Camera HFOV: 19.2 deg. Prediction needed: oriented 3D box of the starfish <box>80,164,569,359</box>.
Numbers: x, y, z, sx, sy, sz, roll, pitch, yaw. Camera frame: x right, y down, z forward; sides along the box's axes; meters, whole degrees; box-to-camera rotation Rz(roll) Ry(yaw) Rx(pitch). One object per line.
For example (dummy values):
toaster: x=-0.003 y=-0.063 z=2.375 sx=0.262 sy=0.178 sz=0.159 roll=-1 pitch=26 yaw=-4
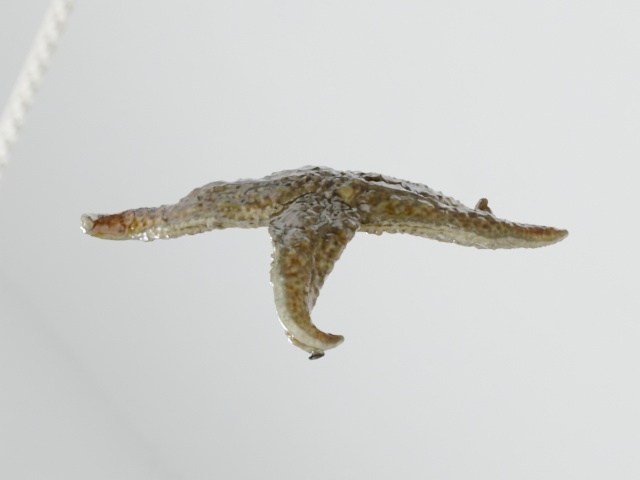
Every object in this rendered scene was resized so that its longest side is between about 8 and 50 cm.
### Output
starfish: x=0.000 y=-0.009 z=1.465 sx=0.375 sy=0.094 sz=0.327 roll=4 pitch=-161 yaw=11
